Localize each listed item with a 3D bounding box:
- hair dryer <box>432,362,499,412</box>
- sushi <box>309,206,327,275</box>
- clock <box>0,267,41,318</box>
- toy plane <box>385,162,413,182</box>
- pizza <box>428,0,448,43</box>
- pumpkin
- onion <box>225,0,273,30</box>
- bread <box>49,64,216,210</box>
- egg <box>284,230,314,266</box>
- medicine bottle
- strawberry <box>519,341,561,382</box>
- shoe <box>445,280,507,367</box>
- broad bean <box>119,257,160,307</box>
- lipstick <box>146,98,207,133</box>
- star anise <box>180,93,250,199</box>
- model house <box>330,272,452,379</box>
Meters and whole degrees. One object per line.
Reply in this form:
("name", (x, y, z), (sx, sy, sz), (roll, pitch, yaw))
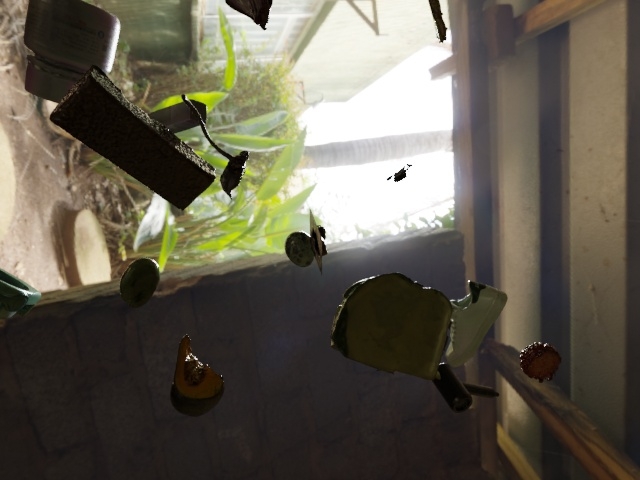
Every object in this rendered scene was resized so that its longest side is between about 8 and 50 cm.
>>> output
("hair dryer", (0.449, 0.445, 1.218), (0.070, 0.255, 0.128), (-62, -154, 19))
("sushi", (0.000, 0.000, 1.568), (0.210, 0.040, 0.192), (-112, -163, -51))
("clock", (-0.608, 0.081, 0.747), (0.066, 0.159, 0.211), (-59, -163, -17))
("toy plane", (0.454, -0.376, 2.314), (0.078, 0.197, 0.053), (24, -35, 42))
("pizza", (0.338, -0.636, 1.192), (0.184, 0.036, 0.176), (53, 29, -45))
("pumpkin", (-0.451, 0.502, 1.561), (0.139, 0.190, 0.280), (112, -19, -46))
("onion", (-0.228, -0.806, 1.296), (0.227, 0.120, 0.283), (12, -35, 49))
("bread", (-0.484, -0.255, 1.132), (0.416, 0.165, 0.113), (42, 18, -41))
("egg", (-0.087, 0.040, 1.824), (0.172, 0.132, 0.132), (69, -9, -23))
("medicine bottle", (-0.821, -0.620, 1.367), (0.324, 0.256, 0.256), (-70, -156, 15))
("strawberry", (0.778, 0.426, 1.484), (0.086, 0.145, 0.145), (-127, -149, -65))
("shoe", (0.538, 0.313, 1.575), (0.363, 0.160, 0.132), (-65, 171, 22))
("broad bean", (-0.723, 0.170, 1.676), (0.100, 0.169, 0.228), (37, -45, 21))
("lipstick", (-0.497, -0.390, 1.362), (0.317, 0.066, 0.068), (-1, -94, 37))
("star anise", (-0.287, -0.237, 1.085), (0.218, 0.227, 0.148), (-39, -157, 53))
("model house", (0.183, 0.233, 1.214), (0.266, 0.321, 0.261), (149, -42, -79))
